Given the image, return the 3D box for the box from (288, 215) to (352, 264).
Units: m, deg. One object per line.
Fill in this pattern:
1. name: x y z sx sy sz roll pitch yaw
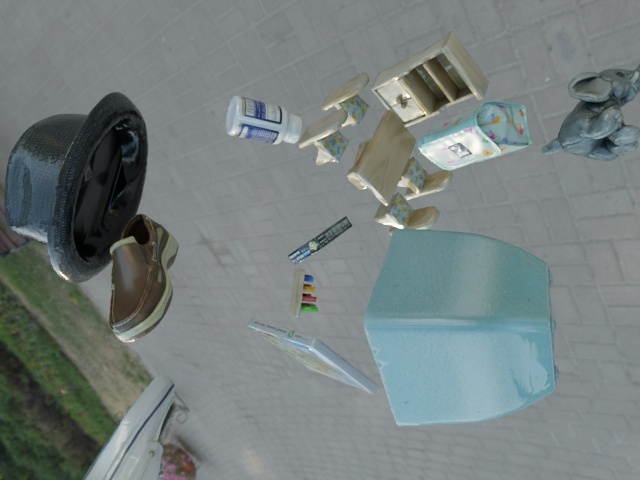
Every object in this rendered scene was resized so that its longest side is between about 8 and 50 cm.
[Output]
1. box: 0.000 0.000 1.983 0.175 0.220 0.051 -32 92 44

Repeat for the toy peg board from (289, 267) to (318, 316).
1. toy peg board: -0.052 0.184 1.837 0.079 0.160 0.161 7 178 -11

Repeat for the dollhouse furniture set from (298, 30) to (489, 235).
1. dollhouse furniture set: 0.217 -0.278 1.270 0.362 0.394 0.257 42 147 -26

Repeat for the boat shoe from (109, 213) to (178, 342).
1. boat shoe: -0.279 0.043 0.768 0.095 0.095 0.257 59 -176 -30

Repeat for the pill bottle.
1. pill bottle: -0.135 -0.285 1.253 0.170 0.094 0.094 8 153 -26

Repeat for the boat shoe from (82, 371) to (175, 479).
1. boat shoe: -0.205 0.250 0.545 0.076 0.226 0.083 35 137 -8

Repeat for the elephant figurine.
1. elephant figurine: 0.633 -0.310 1.161 0.186 0.239 0.169 13 163 -5

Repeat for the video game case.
1. video game case: -0.016 0.224 1.008 0.193 0.023 0.212 6 150 47

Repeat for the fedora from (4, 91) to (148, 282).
1. fedora: -0.425 -0.101 0.888 0.153 0.334 0.334 13 139 2

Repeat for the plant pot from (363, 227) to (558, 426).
1. plant pot: 0.243 0.136 0.837 0.253 0.247 0.247 -4 124 24

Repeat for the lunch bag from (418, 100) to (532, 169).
1. lunch bag: 0.445 -0.305 1.511 0.223 0.262 0.160 -13 88 53
